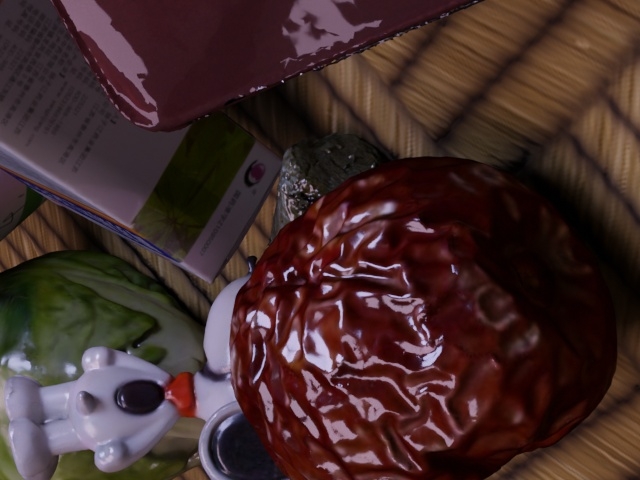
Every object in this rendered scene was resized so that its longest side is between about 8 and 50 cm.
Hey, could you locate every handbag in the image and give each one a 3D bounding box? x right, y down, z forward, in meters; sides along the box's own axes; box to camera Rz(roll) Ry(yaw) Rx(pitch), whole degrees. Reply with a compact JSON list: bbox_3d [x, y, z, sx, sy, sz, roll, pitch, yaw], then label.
[{"bbox_3d":[-0.035,-0.212,0.895,0.275,0.084,0.260,-23,108,20],"label":"handbag"}]

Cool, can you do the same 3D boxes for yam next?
[{"bbox_3d":[0.000,0.000,1.208,0.078,0.078,0.179,41,149,18],"label":"yam"}]

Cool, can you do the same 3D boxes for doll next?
[{"bbox_3d":[-0.094,0.148,1.323,0.208,0.271,0.144,62,176,17],"label":"doll"}]

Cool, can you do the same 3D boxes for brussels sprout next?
[{"bbox_3d":[-0.198,0.125,1.477,0.271,0.219,0.210,3,114,21],"label":"brussels sprout"}]

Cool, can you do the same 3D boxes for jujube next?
[{"bbox_3d":[0.053,0.062,1.056,0.213,0.213,0.232,53,132,-1],"label":"jujube"}]

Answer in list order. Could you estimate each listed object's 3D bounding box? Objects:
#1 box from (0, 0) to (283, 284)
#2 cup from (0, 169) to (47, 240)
[{"bbox_3d":[-0.194,-0.102,1.132,0.200,0.106,0.299,24,173,45],"label":"box"},{"bbox_3d":[-0.364,-0.059,1.443,0.253,0.274,0.253,32,145,27],"label":"cup"}]
